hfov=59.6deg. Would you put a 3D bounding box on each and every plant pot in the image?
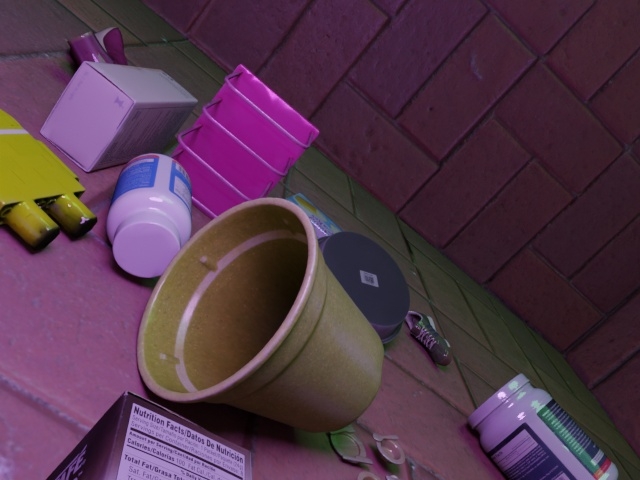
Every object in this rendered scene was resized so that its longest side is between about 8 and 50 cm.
[{"bbox_3d":[-0.050,0.127,0.744,0.254,0.276,0.276,44,11,-38],"label":"plant pot"}]

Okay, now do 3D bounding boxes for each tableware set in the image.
[{"bbox_3d":[0.090,0.345,0.840,0.141,0.020,0.169,21,22,-33],"label":"tableware set"}]

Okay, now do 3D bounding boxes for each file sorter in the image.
[{"bbox_3d":[-0.174,-0.147,1.061,0.202,0.291,0.182,39,19,-11],"label":"file sorter"}]

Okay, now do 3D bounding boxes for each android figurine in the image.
[{"bbox_3d":[-0.432,-0.100,0.740,0.273,0.056,0.248,42,16,-1],"label":"android figurine"}]

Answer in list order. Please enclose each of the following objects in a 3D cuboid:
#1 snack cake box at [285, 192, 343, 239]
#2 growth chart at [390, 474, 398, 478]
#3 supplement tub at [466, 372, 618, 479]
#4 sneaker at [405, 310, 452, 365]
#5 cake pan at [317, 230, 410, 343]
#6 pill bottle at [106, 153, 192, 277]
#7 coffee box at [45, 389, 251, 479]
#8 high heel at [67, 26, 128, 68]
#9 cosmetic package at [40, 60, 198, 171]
[{"bbox_3d":[0.000,0.000,1.452,0.264,0.089,0.152,43,15,1],"label":"snack cake box"},{"bbox_3d":[0.175,0.456,0.794,0.172,0.021,0.237,34,17,-22],"label":"growth chart"},{"bbox_3d":[0.472,0.448,1.210,0.272,0.191,0.191,50,18,25],"label":"supplement tub"},{"bbox_3d":[0.280,0.258,1.506,0.086,0.064,0.192,26,20,-23],"label":"sneaker"},{"bbox_3d":[0.094,0.097,1.290,0.293,0.054,0.293,24,43,-25],"label":"cake pan"},{"bbox_3d":[-0.262,-0.040,0.865,0.124,0.124,0.221,34,18,-26],"label":"pill bottle"},{"bbox_3d":[-0.129,0.259,0.313,0.118,0.168,0.297,35,16,-23],"label":"coffee box"},{"bbox_3d":[-0.513,-0.405,1.344,0.377,0.127,0.181,-112,179,-66],"label":"high heel"},{"bbox_3d":[-0.370,-0.242,1.078,0.113,0.160,0.309,40,15,-3],"label":"cosmetic package"}]
